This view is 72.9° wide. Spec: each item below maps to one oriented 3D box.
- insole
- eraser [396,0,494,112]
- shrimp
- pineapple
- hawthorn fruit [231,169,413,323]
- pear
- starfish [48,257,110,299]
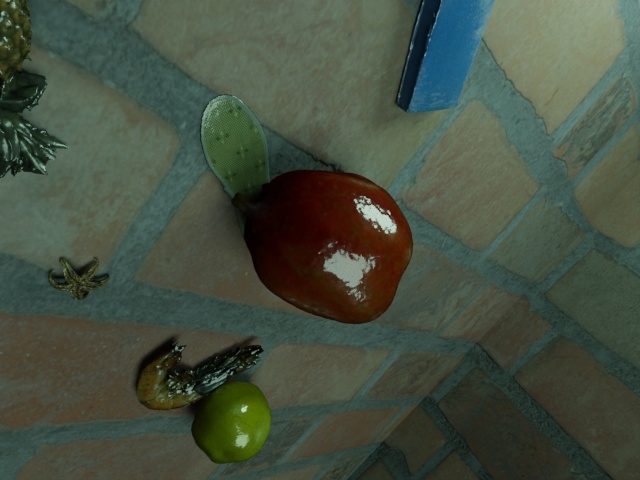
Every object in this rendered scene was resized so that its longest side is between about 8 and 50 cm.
[{"bbox_3d":[-0.130,-0.107,0.759,0.109,0.007,0.322,-27,139,-17],"label":"insole"},{"bbox_3d":[0.234,-0.385,0.768,0.144,0.042,0.311,-16,136,-29],"label":"eraser"},{"bbox_3d":[-0.269,0.282,0.975,0.291,0.054,0.222,-21,138,-18],"label":"shrimp"},{"bbox_3d":[-0.348,-0.170,0.449,0.125,0.125,0.251,-18,146,-27],"label":"pineapple"},{"bbox_3d":[0.017,0.002,0.763,0.295,0.295,0.311,-44,152,3],"label":"hawthorn fruit"},{"bbox_3d":[-0.218,0.453,1.080,0.198,0.198,0.198,-23,138,-22],"label":"pear"},{"bbox_3d":[-0.383,0.063,0.693,0.091,0.028,0.078,5,121,-48],"label":"starfish"}]
